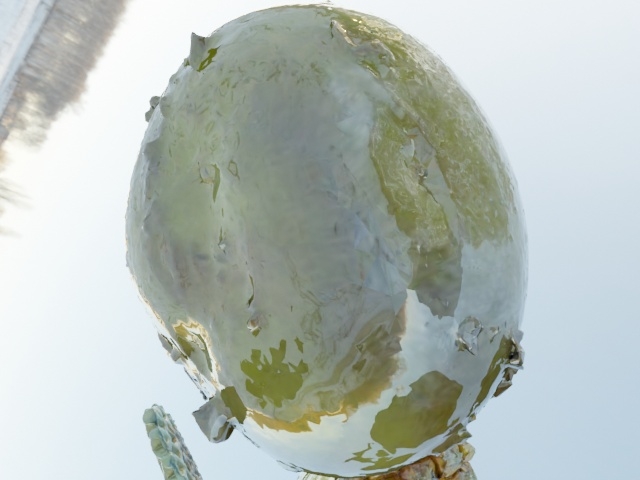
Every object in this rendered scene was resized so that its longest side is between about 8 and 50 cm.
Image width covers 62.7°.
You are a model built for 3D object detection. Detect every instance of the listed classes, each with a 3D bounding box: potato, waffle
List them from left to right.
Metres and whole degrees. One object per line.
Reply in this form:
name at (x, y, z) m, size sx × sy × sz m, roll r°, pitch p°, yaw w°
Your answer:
waffle at (-0.329, 0.523, 1.224) m, size 0.309 × 0.056 × 0.292 m, roll 60°, pitch -15°, yaw 12°
potato at (0.000, 0.000, 0.484) m, size 0.385 × 0.442 × 0.319 m, roll -23°, pitch -179°, yaw -4°

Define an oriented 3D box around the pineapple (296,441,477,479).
pineapple at (0.115, 0.410, 0.764) m, size 0.209 × 0.286 × 0.344 m, roll -57°, pitch 178°, yaw -43°
